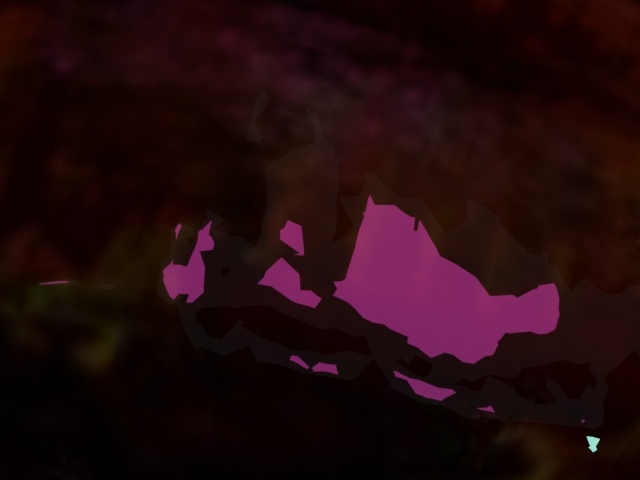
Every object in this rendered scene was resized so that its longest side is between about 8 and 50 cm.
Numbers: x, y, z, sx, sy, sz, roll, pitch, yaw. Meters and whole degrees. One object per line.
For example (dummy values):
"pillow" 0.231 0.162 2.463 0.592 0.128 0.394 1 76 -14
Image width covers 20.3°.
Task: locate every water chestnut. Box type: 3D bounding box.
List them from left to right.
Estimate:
"water chestnut" 0.000 0.000 0.510 0.350 0.350 0.302 15 82 -13
